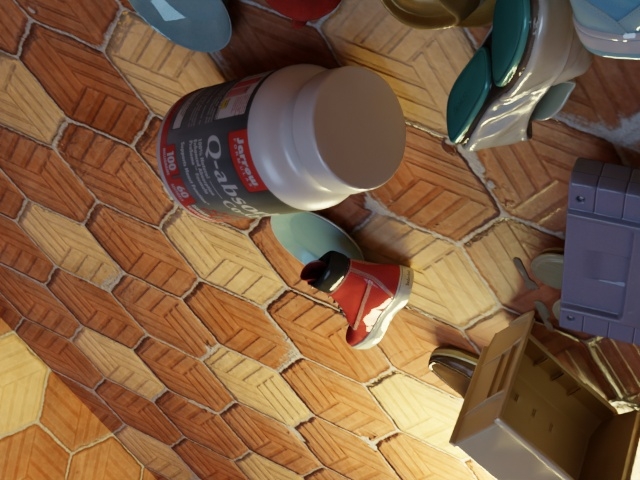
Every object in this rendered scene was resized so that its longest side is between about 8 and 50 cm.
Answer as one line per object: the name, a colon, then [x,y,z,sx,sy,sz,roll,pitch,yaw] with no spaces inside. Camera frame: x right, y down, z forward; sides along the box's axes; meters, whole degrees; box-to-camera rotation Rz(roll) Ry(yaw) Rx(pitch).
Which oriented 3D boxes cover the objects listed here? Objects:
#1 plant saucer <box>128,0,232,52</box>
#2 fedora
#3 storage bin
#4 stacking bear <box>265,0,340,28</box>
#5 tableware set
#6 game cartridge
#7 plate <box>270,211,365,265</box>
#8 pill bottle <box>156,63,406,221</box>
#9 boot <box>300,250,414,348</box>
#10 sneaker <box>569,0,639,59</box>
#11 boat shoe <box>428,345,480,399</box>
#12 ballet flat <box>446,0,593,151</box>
plant saucer: [-0.202,-0.355,2.014,0.195,0.037,0.195,27,152,15]
fedora: [0.130,-0.309,1.685,0.194,0.079,0.194,25,151,15]
storage bin: [0.365,0.288,2.202,0.262,0.260,0.123,40,135,-13]
stacking bear: [-0.023,-0.368,1.682,0.164,0.175,0.289,12,159,4]
tableware set: [0.374,0.068,2.066,0.128,0.039,0.194,1,143,31]
game cartridge: [0.443,0.036,1.884,0.230,0.068,0.355,16,148,18]
plate: [0.000,0.000,2.379,0.188,0.024,0.188,26,152,15]
pill bottle: [-0.060,-0.142,2.017,0.363,0.210,0.210,-6,133,51]
boot: [0.038,0.097,2.368,0.176,0.088,0.244,13,147,-9]
sneaker: [0.344,-0.267,1.280,0.319,0.127,0.208,4,142,40]
boat shoe: [0.294,0.278,2.427,0.257,0.095,0.095,28,152,13]
ballet flat: [0.250,-0.214,1.657,0.139,0.139,0.400,32,161,4]
